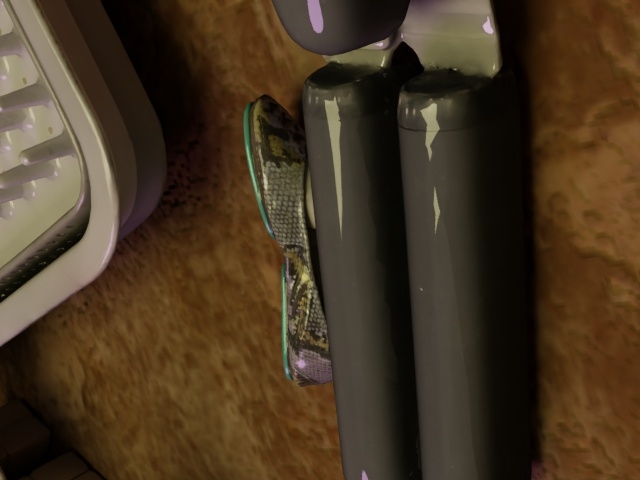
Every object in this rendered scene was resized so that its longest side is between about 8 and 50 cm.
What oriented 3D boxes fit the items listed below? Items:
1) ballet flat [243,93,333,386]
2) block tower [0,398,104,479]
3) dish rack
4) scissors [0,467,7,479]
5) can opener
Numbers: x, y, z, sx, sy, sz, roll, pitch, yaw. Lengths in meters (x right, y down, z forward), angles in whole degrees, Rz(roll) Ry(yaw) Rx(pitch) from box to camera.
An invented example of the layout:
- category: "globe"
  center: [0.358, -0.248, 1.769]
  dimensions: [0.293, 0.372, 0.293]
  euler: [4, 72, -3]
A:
- category: "ballet flat"
  center: [0.000, 0.000, 0.442]
  dimensions: [0.041, 0.041, 0.114]
  euler: [8, 114, 42]
- category: "block tower"
  center: [-0.102, 0.213, 0.596]
  dimensions: [0.335, 0.091, 0.097]
  euler: [36, 131, 26]
- category: "dish rack"
  center: [-0.203, -0.079, 0.574]
  dimensions: [0.333, 0.072, 0.286]
  euler: [-30, 86, 47]
- category: "scissors"
  center: [-0.089, 0.227, 0.513]
  dimensions: [0.109, 0.021, 0.297]
  euler: [14, 117, 43]
- category: "can opener"
  center: [0.018, -0.029, 0.374]
  dimensions: [0.074, 0.093, 0.280]
  euler: [13, 122, 39]
